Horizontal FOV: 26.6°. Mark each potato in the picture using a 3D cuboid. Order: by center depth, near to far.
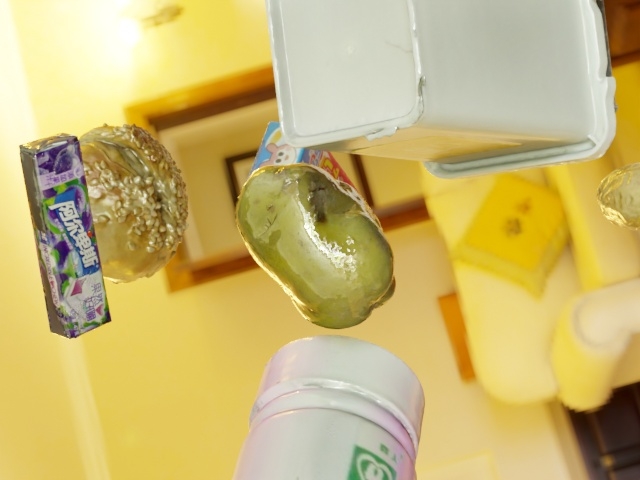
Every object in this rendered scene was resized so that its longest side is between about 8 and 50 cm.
[{"bbox_3d":[-0.004,0.003,1.488,0.200,0.137,0.154,47,-166,13],"label":"potato"}]

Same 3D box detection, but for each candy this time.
[{"bbox_3d":[-0.382,-0.003,2.033,0.061,0.088,0.312,18,122,46],"label":"candy"},{"bbox_3d":[-0.018,-0.073,2.504,0.306,0.100,0.157,52,-129,-49],"label":"candy"}]

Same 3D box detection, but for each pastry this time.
[{"bbox_3d":[-0.339,-0.074,2.432,0.284,0.184,0.316,66,-154,-11],"label":"pastry"}]

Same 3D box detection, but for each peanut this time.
[{"bbox_3d":[0.471,-0.063,1.884,0.226,0.108,0.095,-9,111,57],"label":"peanut"}]

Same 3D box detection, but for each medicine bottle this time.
[{"bbox_3d":[0.001,0.291,1.534,0.325,0.212,0.212,-76,-23,-48],"label":"medicine bottle"}]

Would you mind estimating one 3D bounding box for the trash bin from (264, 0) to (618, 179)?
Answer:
[{"bbox_3d":[0.124,-0.215,1.412,0.367,0.255,0.296,-6,-89,-51],"label":"trash bin"}]
